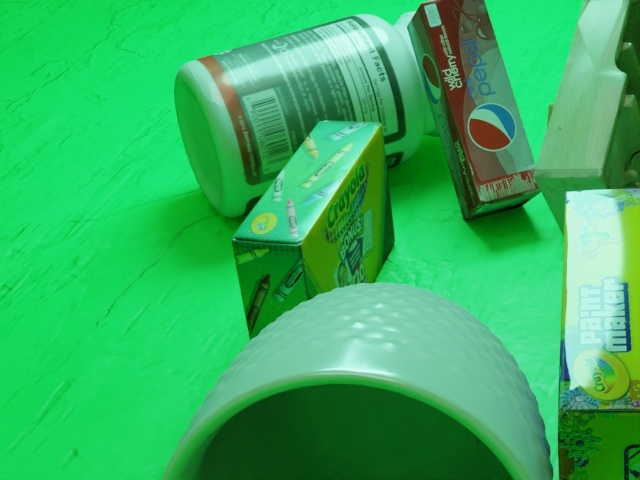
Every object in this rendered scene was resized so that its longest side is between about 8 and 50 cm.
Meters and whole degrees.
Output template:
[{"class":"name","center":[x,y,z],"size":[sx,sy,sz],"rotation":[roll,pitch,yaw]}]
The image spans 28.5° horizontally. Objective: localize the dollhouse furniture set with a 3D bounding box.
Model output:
[{"class":"dollhouse furniture set","center":[0.442,-0.117,1.222],"size":[0.394,0.362,0.256],"rotation":[1,57,31]}]

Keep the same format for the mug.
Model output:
[{"class":"mug","center":[0.002,0.197,0.998],"size":[0.374,0.276,0.328],"rotation":[-33,8,16]}]

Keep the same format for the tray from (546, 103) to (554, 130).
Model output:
[{"class":"tray","center":[0.493,-0.113,1.489],"size":[0.410,0.076,0.203],"rotation":[7,8,24]}]

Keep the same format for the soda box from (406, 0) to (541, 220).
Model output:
[{"class":"soda box","center":[0.186,-0.164,1.544],"size":[0.083,0.263,0.092],"rotation":[-14,-8,-10]}]

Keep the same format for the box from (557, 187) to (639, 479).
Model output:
[{"class":"box","center":[0.276,0.149,0.964],"size":[0.177,0.279,0.290],"rotation":[-1,30,13]}]

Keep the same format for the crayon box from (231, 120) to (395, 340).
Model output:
[{"class":"crayon box","center":[0.000,0.000,1.400],"size":[0.081,0.165,0.278],"rotation":[4,33,21]}]

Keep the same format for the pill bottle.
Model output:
[{"class":"pill bottle","center":[0.009,-0.177,1.658],"size":[0.363,0.210,0.210],"rotation":[-18,31,-17]}]
